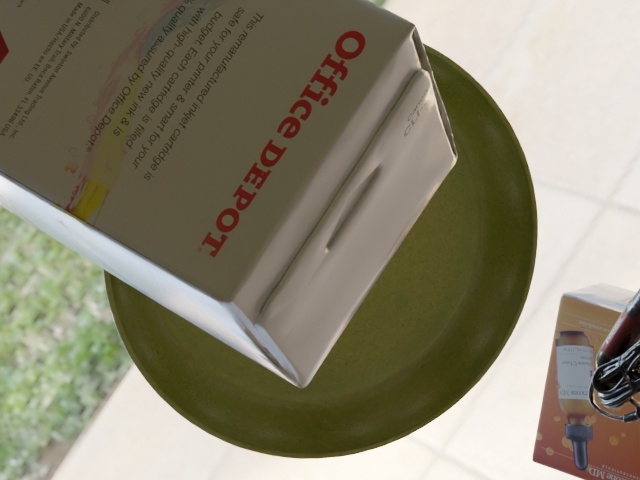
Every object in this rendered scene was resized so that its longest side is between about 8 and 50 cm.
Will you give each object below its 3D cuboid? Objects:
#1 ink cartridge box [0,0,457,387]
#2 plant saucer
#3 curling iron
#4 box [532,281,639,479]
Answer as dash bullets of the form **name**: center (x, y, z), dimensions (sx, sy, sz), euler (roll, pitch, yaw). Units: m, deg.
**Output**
- **ink cartridge box**: center (-0.054, -0.046, 0.649), dimensions (0.176, 0.127, 0.128), euler (30, 79, 22)
- **plant saucer**: center (0.000, 0.000, 0.874), dimensions (0.241, 0.241, 0.037), euler (-50, 18, 1)
- **curling iron**: center (0.240, 0.004, 0.962), dimensions (0.068, 0.035, 0.274), euler (45, 124, 32)
- **box**: center (0.288, 0.141, 1.507), dimensions (0.130, 0.091, 0.170), euler (16, 105, 33)
